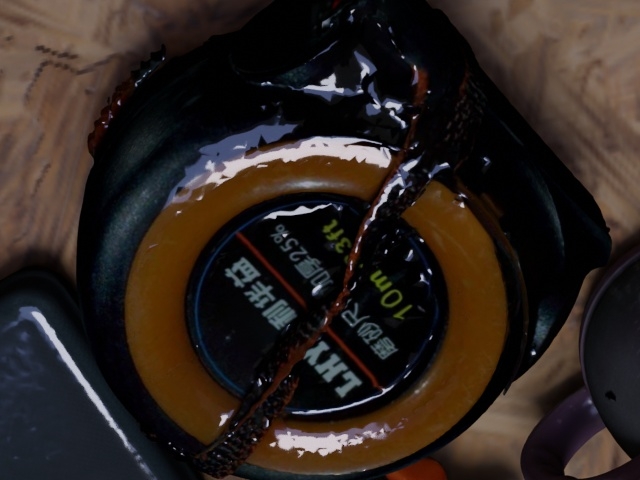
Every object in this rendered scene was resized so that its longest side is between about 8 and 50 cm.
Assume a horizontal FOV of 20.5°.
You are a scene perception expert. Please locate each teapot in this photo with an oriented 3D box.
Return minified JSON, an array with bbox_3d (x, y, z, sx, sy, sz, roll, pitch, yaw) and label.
[{"bbox_3d":[0.162,0.066,0.777,0.148,0.146,0.116,-4,109,3],"label":"teapot"}]

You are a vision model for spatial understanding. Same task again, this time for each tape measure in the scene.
[{"bbox_3d":[0.000,0.000,0.769,0.223,0.135,0.202,-37,114,15],"label":"tape measure"}]

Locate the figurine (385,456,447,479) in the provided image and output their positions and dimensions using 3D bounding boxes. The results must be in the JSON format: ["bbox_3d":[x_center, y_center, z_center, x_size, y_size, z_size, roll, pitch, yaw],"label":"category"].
[{"bbox_3d":[0.008,0.200,0.836,0.183,0.160,0.226,38,98,-12],"label":"figurine"}]

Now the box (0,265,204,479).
[{"bbox_3d":[-0.184,0.127,0.856,0.230,0.050,0.160,-29,106,11],"label":"box"}]
